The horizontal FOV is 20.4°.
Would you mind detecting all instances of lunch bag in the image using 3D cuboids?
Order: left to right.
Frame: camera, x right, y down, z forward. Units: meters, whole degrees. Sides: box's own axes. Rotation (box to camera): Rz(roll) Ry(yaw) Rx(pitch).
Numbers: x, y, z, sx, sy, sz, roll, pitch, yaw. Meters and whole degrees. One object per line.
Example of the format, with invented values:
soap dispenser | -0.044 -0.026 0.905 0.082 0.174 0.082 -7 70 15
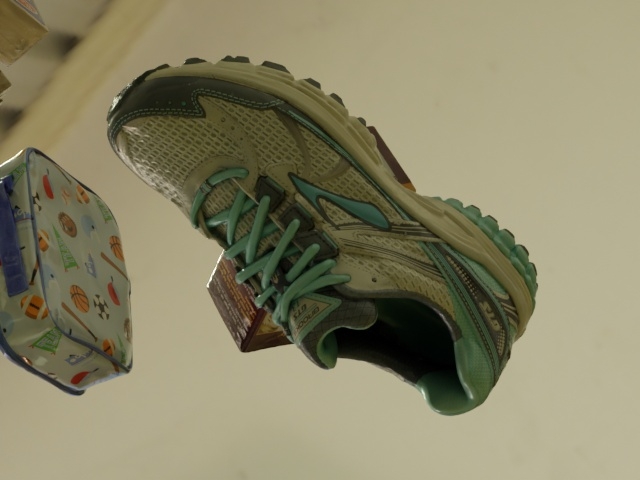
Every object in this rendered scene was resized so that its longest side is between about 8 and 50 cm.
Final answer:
lunch bag | -0.350 0.034 2.306 0.115 0.303 0.243 -25 -30 18

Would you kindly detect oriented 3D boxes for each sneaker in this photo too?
sneaker | 0.000 0.000 1.024 0.110 0.283 0.122 -50 14 44

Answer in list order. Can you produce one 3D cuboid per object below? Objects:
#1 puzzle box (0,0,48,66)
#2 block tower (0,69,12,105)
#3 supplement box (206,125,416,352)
puzzle box | -0.398 -0.332 1.427 0.052 0.272 0.409 -38 -40 10
block tower | -0.327 -0.083 1.372 0.097 0.091 0.335 -38 1 -24
supplement box | -0.011 0.000 1.486 0.104 0.081 0.188 -7 -39 -33
